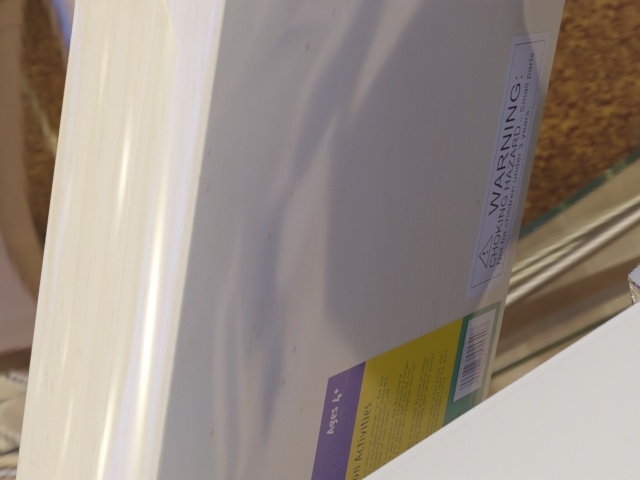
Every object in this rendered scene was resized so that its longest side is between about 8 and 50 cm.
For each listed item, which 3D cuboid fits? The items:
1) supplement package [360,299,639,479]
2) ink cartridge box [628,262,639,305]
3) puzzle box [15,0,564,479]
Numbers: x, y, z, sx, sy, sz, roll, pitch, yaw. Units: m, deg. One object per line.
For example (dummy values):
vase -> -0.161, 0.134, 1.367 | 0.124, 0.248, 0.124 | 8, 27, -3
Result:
supplement package -> 0.148, 0.156, 0.394 | 0.198, 0.262, 0.199 | -34, 37, 7
ink cartridge box -> 0.164, 0.019, 0.744 | 0.063, 0.115, 0.029 | -44, 69, -4
puzzle box -> 0.000, 0.000, 0.604 | 0.052, 0.272, 0.408 | 16, 105, 24
